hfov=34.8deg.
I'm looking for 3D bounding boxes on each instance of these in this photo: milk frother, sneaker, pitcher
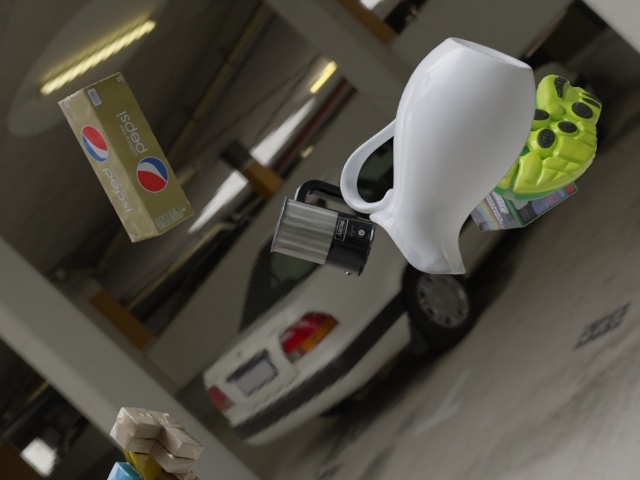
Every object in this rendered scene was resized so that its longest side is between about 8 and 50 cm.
[{"bbox_3d":[0.000,0.000,1.479,0.129,0.135,0.143,-77,5,-46],"label":"milk frother"},{"bbox_3d":[0.264,-0.100,1.210,0.295,0.109,0.123,-43,-22,-56],"label":"sneaker"},{"bbox_3d":[0.107,-0.095,0.999,0.125,0.178,0.207,-2,-61,-49],"label":"pitcher"}]

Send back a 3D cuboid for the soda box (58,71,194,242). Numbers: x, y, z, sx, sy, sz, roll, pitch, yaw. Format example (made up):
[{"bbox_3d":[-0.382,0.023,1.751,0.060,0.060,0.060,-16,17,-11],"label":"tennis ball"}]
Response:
[{"bbox_3d":[-0.218,-0.092,1.150,0.061,0.181,0.058,-13,17,49],"label":"soda box"}]

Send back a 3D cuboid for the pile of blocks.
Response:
[{"bbox_3d":[-0.197,0.376,1.371,0.149,0.113,0.362,-38,-44,-23],"label":"pile of blocks"}]

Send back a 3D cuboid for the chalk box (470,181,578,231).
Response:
[{"bbox_3d":[0.344,-0.106,1.779,0.132,0.132,0.213,-32,7,-16],"label":"chalk box"}]
